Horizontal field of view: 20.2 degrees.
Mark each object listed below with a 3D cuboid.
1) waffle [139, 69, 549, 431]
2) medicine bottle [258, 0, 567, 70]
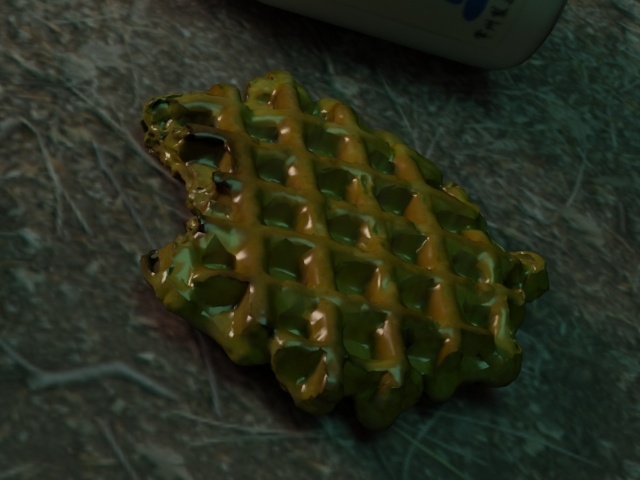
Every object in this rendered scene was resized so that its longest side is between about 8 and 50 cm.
[{"bbox_3d":[0.001,-0.001,1.072,0.291,0.051,0.291,19,37,-15],"label":"waffle"},{"bbox_3d":[0.025,-0.232,1.248,0.293,0.170,0.170,14,41,-17],"label":"medicine bottle"}]
